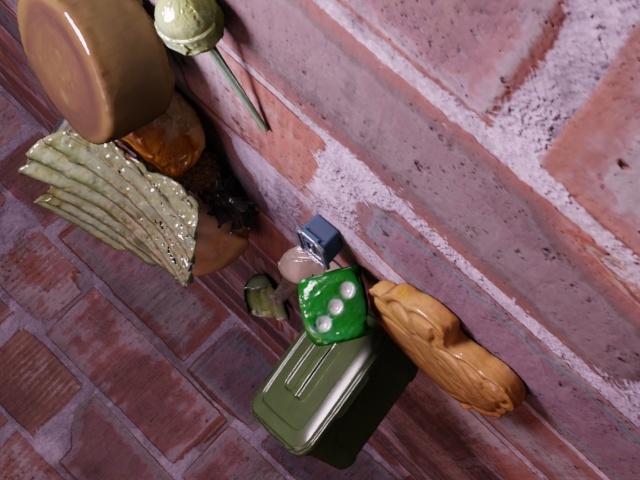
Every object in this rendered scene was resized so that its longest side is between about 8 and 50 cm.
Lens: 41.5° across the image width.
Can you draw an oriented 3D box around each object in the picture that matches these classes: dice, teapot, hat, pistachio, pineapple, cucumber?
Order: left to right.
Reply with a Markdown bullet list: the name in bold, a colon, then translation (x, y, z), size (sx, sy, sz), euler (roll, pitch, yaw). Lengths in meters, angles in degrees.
- **pistachio**: translation (-0.280, -0.026, 1.961), size (0.238, 0.229, 0.321), euler (12, 173, 2)
- **pineapple**: translation (-0.230, -0.111, 1.783), size (0.251, 0.125, 0.125), euler (47, 168, -30)
- **cucumber**: translation (-0.160, 0.162, 2.454), size (0.116, 0.085, 0.193), euler (-4, 150, 9)
- **teapot**: translation (-0.091, 0.129, 2.133), size (0.057, 0.083, 0.067), euler (36, 162, 18)
- **hat**: translation (-0.004, 0.080, 1.716), size (0.175, 0.085, 0.147), euler (44, 166, 11)
- **dice**: translation (0.028, 0.119, 1.548), size (0.131, 0.120, 0.128), euler (-26, -77, -85)

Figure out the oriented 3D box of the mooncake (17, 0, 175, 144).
- **mooncake**: translation (-0.368, -0.310, 1.400), size (0.284, 0.156, 0.284), euler (38, 147, 30)

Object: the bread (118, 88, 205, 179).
- **bread**: translation (-0.370, -0.265, 1.658), size (0.344, 0.148, 0.195), euler (34, 169, 29)

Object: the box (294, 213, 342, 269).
- **box**: translation (0.000, 0.000, 1.533), size (0.074, 0.054, 0.099), euler (38, 165, 22)

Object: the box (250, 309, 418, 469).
- **box**: translation (0.038, 0.306, 1.798), size (0.178, 0.328, 0.253), euler (40, 174, -33)

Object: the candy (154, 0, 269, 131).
- **candy**: translation (-0.137, -0.245, 1.216), size (0.335, 0.093, 0.092), euler (51, -149, -60)

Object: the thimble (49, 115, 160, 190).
- **thimble**: translation (-0.446, -0.194, 1.855), size (0.271, 0.271, 0.150), euler (36, 166, 36)

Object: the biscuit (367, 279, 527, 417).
- **biscuit**: translation (0.209, 0.195, 1.484), size (0.312, 0.057, 0.351), euler (47, 167, -13)

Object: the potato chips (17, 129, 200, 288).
- **potato chips**: translation (-0.406, -0.050, 1.694), size (0.389, 0.097, 0.373), euler (28, 149, 3)
